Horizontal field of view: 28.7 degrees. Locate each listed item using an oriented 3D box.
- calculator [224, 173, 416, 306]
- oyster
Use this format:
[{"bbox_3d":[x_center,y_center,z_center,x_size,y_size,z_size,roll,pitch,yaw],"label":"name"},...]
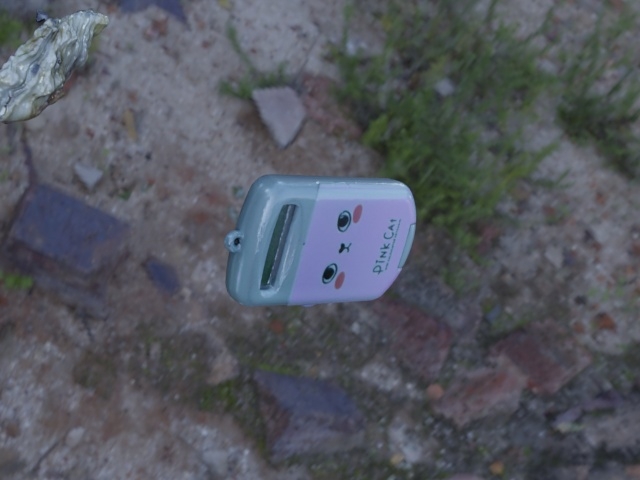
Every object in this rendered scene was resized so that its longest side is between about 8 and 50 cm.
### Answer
[{"bbox_3d":[0.000,0.000,1.295,0.246,0.141,0.045,1,23,-41],"label":"calculator"},{"bbox_3d":[-0.411,-0.197,1.641,0.354,0.201,0.107,-41,98,-19],"label":"oyster"}]
